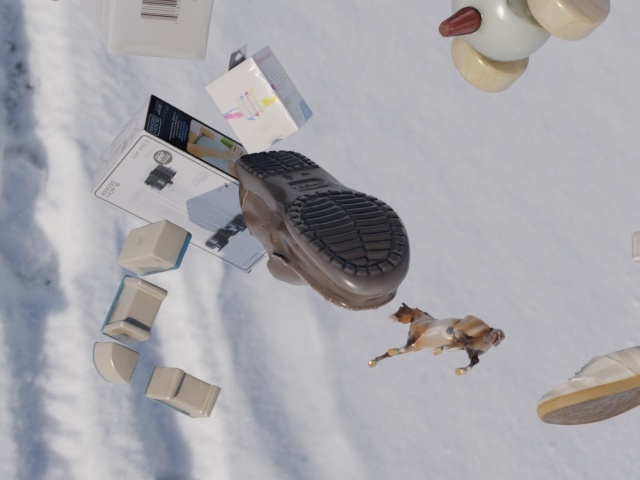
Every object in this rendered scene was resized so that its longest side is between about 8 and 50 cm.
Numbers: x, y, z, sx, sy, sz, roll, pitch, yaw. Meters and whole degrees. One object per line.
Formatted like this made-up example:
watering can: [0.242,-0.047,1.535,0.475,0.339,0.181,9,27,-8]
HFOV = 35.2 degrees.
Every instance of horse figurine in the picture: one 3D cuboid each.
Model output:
horse figurine: [0.202,0.162,1.667,0.174,0.263,0.066,-29,110,-48]

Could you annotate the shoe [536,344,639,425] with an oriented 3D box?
shoe: [0.357,0.166,1.204,0.219,0.076,0.058,-16,53,-3]

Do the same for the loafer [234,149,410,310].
loafer: [0.000,0.000,1.248,0.134,0.130,0.366,-9,27,-20]

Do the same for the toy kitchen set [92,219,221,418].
toy kitchen set: [-0.195,0.106,1.317,0.166,0.122,0.207,29,70,-26]

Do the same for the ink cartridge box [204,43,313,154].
ink cartridge box: [-0.094,-0.212,1.479,0.143,0.090,0.092,56,22,-10]

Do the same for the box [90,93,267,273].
box: [-0.182,-0.079,1.548,0.290,0.169,0.087,28,41,-24]

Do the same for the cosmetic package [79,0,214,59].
cosmetic package: [-0.286,-0.437,1.567,0.155,0.196,0.365,-1,32,-23]

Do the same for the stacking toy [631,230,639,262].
stacking toy: [0.397,0.070,0.729,0.280,0.309,0.130,23,62,-40]

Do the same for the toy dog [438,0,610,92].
toy dog: [0.142,-0.304,1.039,0.161,0.220,0.333,-8,50,-37]
